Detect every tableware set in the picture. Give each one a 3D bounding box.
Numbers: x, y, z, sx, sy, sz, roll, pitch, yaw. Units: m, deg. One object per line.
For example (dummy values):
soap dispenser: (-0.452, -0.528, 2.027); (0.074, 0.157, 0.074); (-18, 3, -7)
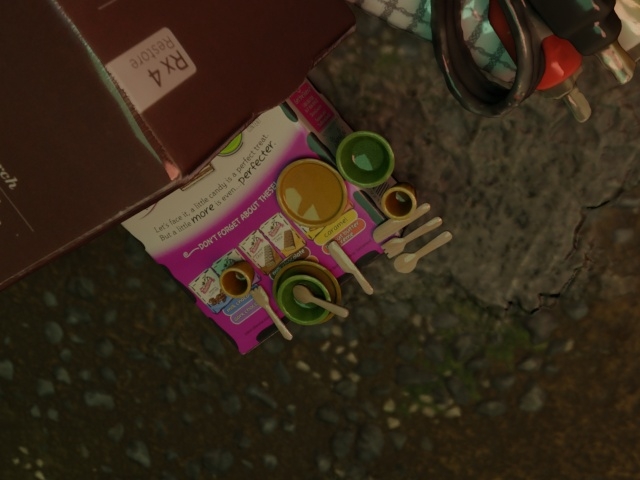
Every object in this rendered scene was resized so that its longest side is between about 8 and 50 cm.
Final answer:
tableware set: (0.000, 0.000, 0.629); (0.154, 0.024, 0.104); (-33, 101, 25)

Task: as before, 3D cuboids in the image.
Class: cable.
cable: (0.080, -0.178, 0.484); (0.139, 0.072, 0.287); (-29, 101, 42)

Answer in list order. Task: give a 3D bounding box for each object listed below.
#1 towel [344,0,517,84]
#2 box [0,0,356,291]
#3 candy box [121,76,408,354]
towel: (0.097, -0.251, 0.523); (0.235, 0.121, 0.283); (24, 122, -4)
box: (-0.186, -0.057, 0.547); (0.381, 0.191, 0.143); (-23, 108, 36)
candy box: (-0.069, -0.056, 0.677); (0.159, 0.071, 0.233); (-37, 100, 26)
